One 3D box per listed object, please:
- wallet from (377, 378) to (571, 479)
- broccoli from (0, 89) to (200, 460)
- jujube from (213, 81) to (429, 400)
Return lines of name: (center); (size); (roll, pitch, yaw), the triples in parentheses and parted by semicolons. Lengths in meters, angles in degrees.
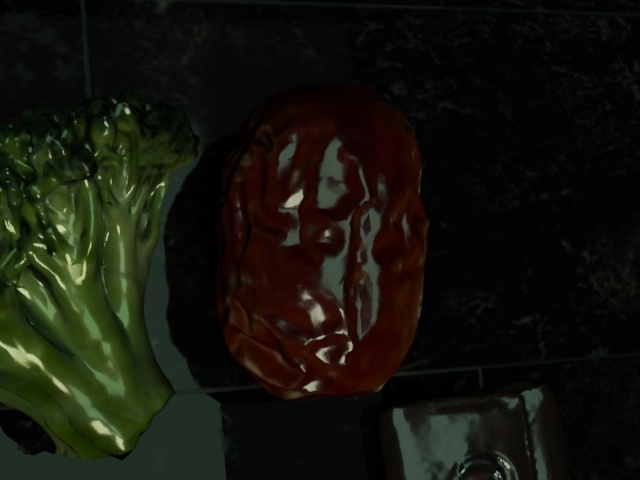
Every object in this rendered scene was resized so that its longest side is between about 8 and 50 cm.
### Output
wallet: (0.144, 0.240, 1.043); (0.182, 0.049, 0.229); (-6, 82, -19)
broccoli: (-0.201, 0.035, 0.854); (0.288, 0.248, 0.246); (-27, 101, 21)
jujube: (0.000, 0.000, 0.962); (0.174, 0.174, 0.250); (-1, 85, -21)
